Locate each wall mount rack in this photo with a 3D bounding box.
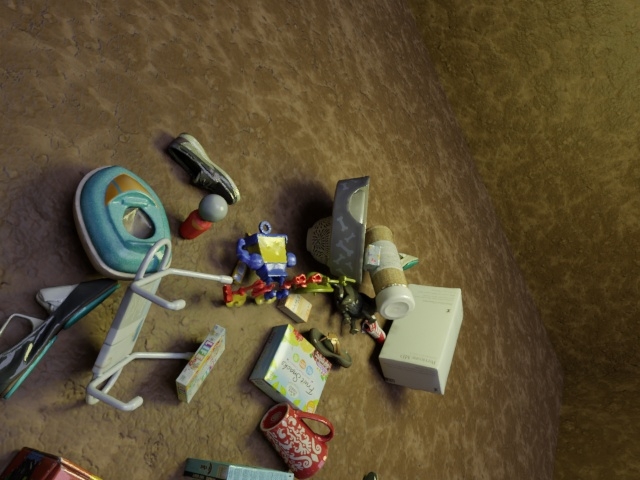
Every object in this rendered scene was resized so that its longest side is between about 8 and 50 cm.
[{"bbox_3d":[-0.312,0.171,0.864,0.304,0.131,0.349,-52,167,-84],"label":"wall mount rack"}]

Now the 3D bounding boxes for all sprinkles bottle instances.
[{"bbox_3d":[0.226,0.100,1.490,0.121,0.121,0.355,39,28,-34],"label":"sprinkles bottle"}]

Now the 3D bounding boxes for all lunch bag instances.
[{"bbox_3d":[0.169,0.060,1.428,0.053,0.083,0.070,10,68,-7],"label":"lunch bag"}]

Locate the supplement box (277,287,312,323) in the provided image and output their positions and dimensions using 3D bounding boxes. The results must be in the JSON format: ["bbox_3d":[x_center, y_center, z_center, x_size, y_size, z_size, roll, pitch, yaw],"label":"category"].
[{"bbox_3d":[-0.075,0.194,1.276,0.098,0.036,0.062,43,48,-31],"label":"supplement box"}]

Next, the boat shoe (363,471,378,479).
[{"bbox_3d":[0.138,0.770,1.315,0.133,0.049,0.042,-54,126,-39],"label":"boat shoe"}]

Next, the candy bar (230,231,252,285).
[{"bbox_3d":[-0.209,0.049,1.186,0.040,0.018,0.161,43,49,-33],"label":"candy bar"}]

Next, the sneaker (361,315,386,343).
[{"bbox_3d":[0.188,0.327,1.526,0.067,0.042,0.118,-34,96,-53],"label":"sneaker"}]

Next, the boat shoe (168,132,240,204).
[{"bbox_3d":[-0.304,-0.172,1.113,0.223,0.080,0.073,51,50,-17],"label":"boat shoe"}]

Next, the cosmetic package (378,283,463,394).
[{"bbox_3d":[0.382,0.349,1.587,0.385,0.218,0.156,-56,139,-45],"label":"cosmetic package"}]

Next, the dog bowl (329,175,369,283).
[{"bbox_3d":[0.094,-0.037,1.372,0.349,0.103,0.348,4,90,-83],"label":"dog bowl"}]

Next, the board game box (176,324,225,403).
[{"bbox_3d":[-0.270,0.281,0.981,0.026,0.103,0.154,25,48,7],"label":"board game box"}]

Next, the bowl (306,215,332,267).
[{"bbox_3d":[0.000,0.000,1.373,0.170,0.080,0.169,4,90,-83],"label":"bowl"}]

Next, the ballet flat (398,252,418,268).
[{"bbox_3d":[0.309,0.091,1.724,0.249,0.086,0.086,-20,92,-49],"label":"ballet flat"}]

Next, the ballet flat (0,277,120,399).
[{"bbox_3d":[-0.494,0.145,0.777,0.096,0.095,0.280,45,47,-14],"label":"ballet flat"}]

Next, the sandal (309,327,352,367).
[{"bbox_3d":[0.041,0.324,1.321,0.219,0.060,0.090,43,17,-33],"label":"sandal"}]

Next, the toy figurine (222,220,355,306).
[{"bbox_3d":[-0.099,0.041,1.164,0.363,0.191,0.217,2,66,-43],"label":"toy figurine"}]

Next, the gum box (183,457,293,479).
[{"bbox_3d":[-0.179,0.520,0.954,0.184,0.157,0.041,33,54,-37],"label":"gum box"}]

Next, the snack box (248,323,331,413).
[{"bbox_3d":[-0.077,0.363,1.191,0.207,0.070,0.174,49,45,-25],"label":"snack box"}]

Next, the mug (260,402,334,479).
[{"bbox_3d":[-0.061,0.505,1.129,0.150,0.113,0.169,-42,106,-27],"label":"mug"}]

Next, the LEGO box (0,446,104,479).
[{"bbox_3d":[-0.364,0.630,0.677,0.500,0.193,0.372,50,46,-25],"label":"LEGO box"}]

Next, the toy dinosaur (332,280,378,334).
[{"bbox_3d":[0.097,0.204,1.428,0.314,0.121,0.160,30,26,-28],"label":"toy dinosaur"}]

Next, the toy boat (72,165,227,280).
[{"bbox_3d":[-0.356,-0.052,0.933,0.318,0.148,0.267,-5,65,-55],"label":"toy boat"}]
